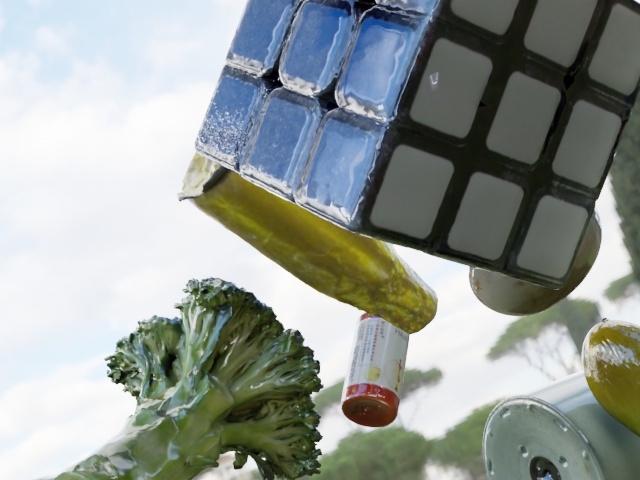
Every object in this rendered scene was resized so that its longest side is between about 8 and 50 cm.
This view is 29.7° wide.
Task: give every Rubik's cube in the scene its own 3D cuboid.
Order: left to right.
[{"bbox_3d":[0.102,-0.153,1.219,0.303,0.305,0.301,16,-82,-37],"label":"Rubik's cube"}]

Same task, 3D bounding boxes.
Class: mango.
[{"bbox_3d":[0.456,0.203,1.653,0.091,0.237,0.137,-20,-45,-37],"label":"mango"}]

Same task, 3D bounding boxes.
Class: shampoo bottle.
[{"bbox_3d":[0.108,0.201,2.222,0.104,0.278,0.104,7,-40,6],"label":"shampoo bottle"}]

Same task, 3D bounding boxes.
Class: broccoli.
[{"bbox_3d":[-0.168,0.183,1.288,0.221,0.252,0.361,-42,-21,30],"label":"broccoli"}]

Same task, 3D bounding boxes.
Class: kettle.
[{"bbox_3d":[0.481,0.353,1.866,0.376,0.361,0.250,-18,8,-33],"label":"kettle"}]

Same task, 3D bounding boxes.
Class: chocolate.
[{"bbox_3d":[0.000,0.000,1.745,0.162,0.162,0.445,-33,-58,31],"label":"chocolate"}]

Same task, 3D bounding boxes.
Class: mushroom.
[{"bbox_3d":[0.268,-0.010,1.657,0.207,0.215,0.207,-38,-25,-21],"label":"mushroom"}]
